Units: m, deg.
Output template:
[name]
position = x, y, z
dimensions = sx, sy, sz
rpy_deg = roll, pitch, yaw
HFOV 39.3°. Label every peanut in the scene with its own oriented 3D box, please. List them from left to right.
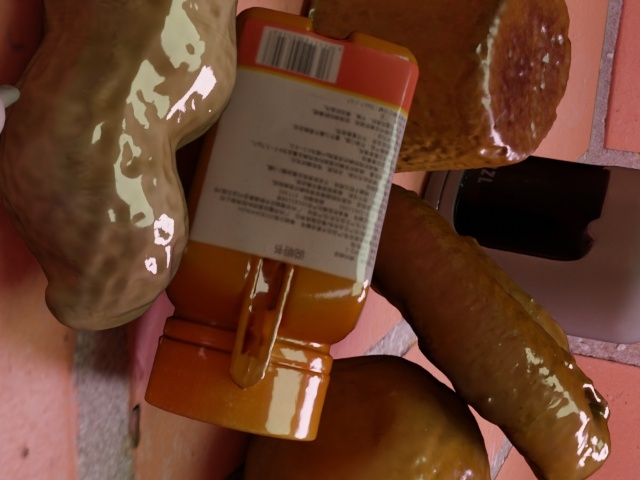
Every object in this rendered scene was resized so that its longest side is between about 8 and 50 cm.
[peanut]
position = -0.091, -0.070, 0.423
dimensions = 0.104, 0.085, 0.228
rpy_deg = 19, 84, -41

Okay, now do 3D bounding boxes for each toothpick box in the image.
[toothpick box]
position = 0.289, 0.016, 1.058
dimensions = 0.229, 0.316, 0.229
rpy_deg = 11, 90, -68

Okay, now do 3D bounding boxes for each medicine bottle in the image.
[medicine bottle]
position = -0.026, -0.004, 0.526
dimensions = 0.149, 0.112, 0.222
rpy_deg = 133, -29, -81

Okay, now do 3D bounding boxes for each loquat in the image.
[loquat]
position = 0.037, 0.202, 0.701
dimensions = 0.238, 0.193, 0.239
rpy_deg = -3, 90, -82

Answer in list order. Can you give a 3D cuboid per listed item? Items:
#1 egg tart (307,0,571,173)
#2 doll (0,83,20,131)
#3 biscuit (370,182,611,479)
[egg tart]
position = 0.093, -0.144, 0.723
dimensions = 0.215, 0.170, 0.215
rpy_deg = -20, 117, -46
[doll]
position = -0.162, -0.065, 0.301
dimensions = 0.161, 0.059, 0.160
rpy_deg = 50, 54, -60
[biscuit]
position = 0.130, 0.070, 0.747
dimensions = 0.102, 0.296, 0.296
rpy_deg = -40, 152, 2
